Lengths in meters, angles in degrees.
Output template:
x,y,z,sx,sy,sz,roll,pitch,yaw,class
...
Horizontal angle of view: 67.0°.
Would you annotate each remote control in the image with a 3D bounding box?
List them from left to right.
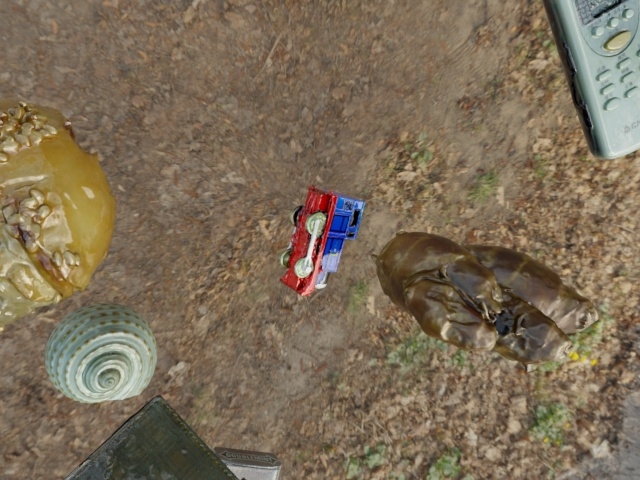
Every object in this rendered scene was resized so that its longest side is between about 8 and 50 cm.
x,y,z,sx,sy,sz,roll,pitch,yaw,class
0.430,-0.269,0.722,0.140,0.056,0.296,-30,109,-5,remote control

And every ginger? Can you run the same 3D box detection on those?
x,y,z,sx,sy,sz,roll,pitch,yaw,class
0.275,0.090,0.808,0.357,0.274,0.153,12,103,-12,ginger

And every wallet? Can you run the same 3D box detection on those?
x,y,z,sx,sy,sz,roll,pitch,yaw,class
-0.101,0.310,0.439,0.317,0.169,0.044,46,133,2,wallet

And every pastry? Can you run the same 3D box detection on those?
x,y,z,sx,sy,sz,roll,pitch,yaw,class
-0.395,-0.019,0.539,0.310,0.162,0.255,-28,90,10,pastry

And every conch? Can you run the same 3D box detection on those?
x,y,z,sx,sy,sz,roll,pitch,yaw,class
-0.345,0.162,0.778,0.172,0.200,0.131,7,125,-38,conch

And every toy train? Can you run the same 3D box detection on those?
x,y,z,sx,sy,sz,roll,pitch,yaw,class
0.000,0.000,0.946,0.131,0.082,0.204,6,104,-41,toy train

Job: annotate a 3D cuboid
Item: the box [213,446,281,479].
x,y,z,sx,sy,sz,roll,pitch,yaw,class
-0.148,0.471,0.807,0.120,0.069,0.224,17,84,-19,box
